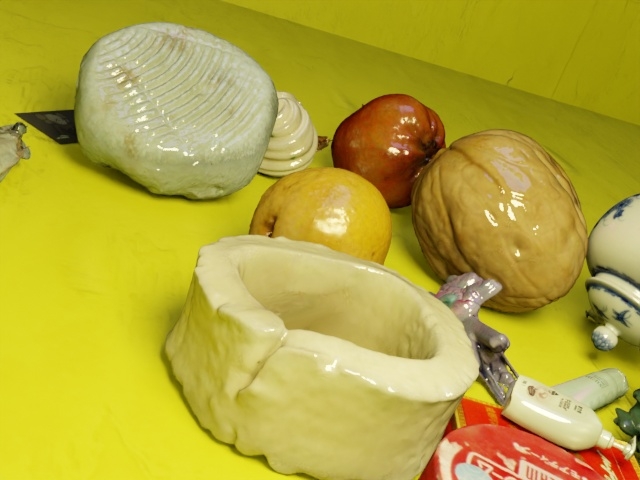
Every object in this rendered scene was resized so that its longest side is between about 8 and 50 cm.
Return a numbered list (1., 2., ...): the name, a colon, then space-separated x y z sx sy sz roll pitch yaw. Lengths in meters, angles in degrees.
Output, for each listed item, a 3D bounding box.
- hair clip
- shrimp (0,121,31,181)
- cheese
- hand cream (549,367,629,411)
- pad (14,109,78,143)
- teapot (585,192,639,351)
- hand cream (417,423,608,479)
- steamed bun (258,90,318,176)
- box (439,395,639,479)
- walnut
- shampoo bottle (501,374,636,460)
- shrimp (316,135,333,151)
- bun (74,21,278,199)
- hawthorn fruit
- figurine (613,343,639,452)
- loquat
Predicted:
1. hair clip: 0.216 0.117 1.220 0.090 0.137 0.278 49 7 -33
2. shrimp: -0.543 -0.120 1.175 0.247 0.085 0.360 20 26 16
3. cheese: -0.003 0.125 0.965 0.333 0.153 0.292 13 24 -14
4. hand cream: 0.360 0.222 1.188 0.205 0.049 0.078 -8 35 -41
5. pad: -0.439 -0.210 1.533 0.127 0.004 0.190 31 25 24
6. teapot: 0.522 0.065 1.323 0.252 0.280 0.424 43 -9 8
7. hand cream: 0.173 0.291 0.758 0.230 0.149 0.230 19 22 -8
8. steamed bun: -0.098 -0.196 1.592 0.183 0.182 0.106 26 44 12
9. box: 0.255 0.271 0.970 0.240 0.074 0.153 17 19 -6
10. walnut: 0.297 -0.027 1.395 0.252 0.277 0.313 -35 94 -31
11. shampoo bottle: 0.290 0.213 0.978 0.152 0.045 0.077 27 22 16
12. shrimp: -0.042 -0.192 1.690 0.095 0.045 0.162 1 -3 -32
13. bun: -0.248 -0.210 1.422 0.355 0.194 0.354 11 53 -15
14. hawthorn fruit: 0.119 -0.177 1.675 0.261 0.224 0.224 8 9 44
15. figurine: 0.548 0.226 1.156 0.382 0.186 0.261 -17 53 -47
16. loquat: 0.000 0.000 1.182 0.208 0.208 0.208 17 23 -8
